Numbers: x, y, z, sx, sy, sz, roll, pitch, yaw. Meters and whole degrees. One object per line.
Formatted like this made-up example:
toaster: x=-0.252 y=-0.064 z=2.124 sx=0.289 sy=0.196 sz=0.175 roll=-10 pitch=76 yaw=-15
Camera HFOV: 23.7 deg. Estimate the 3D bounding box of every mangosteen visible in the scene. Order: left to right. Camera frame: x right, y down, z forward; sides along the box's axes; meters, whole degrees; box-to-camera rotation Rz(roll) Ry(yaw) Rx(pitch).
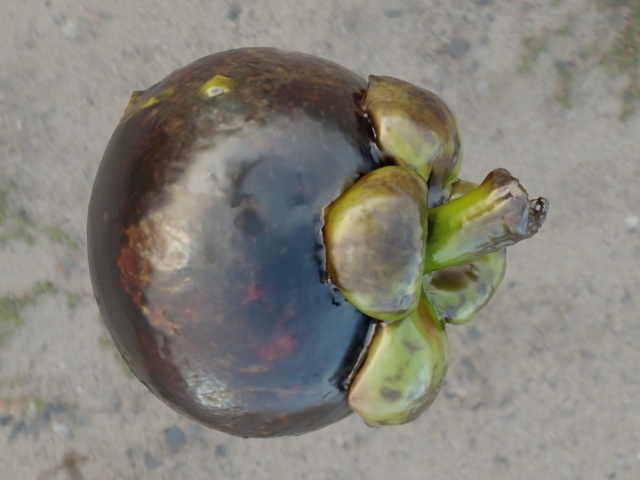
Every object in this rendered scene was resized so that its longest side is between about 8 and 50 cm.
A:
mangosteen: x=0.000 y=0.000 z=0.727 sx=0.192 sy=0.217 sz=0.192 roll=6 pitch=83 yaw=-56
